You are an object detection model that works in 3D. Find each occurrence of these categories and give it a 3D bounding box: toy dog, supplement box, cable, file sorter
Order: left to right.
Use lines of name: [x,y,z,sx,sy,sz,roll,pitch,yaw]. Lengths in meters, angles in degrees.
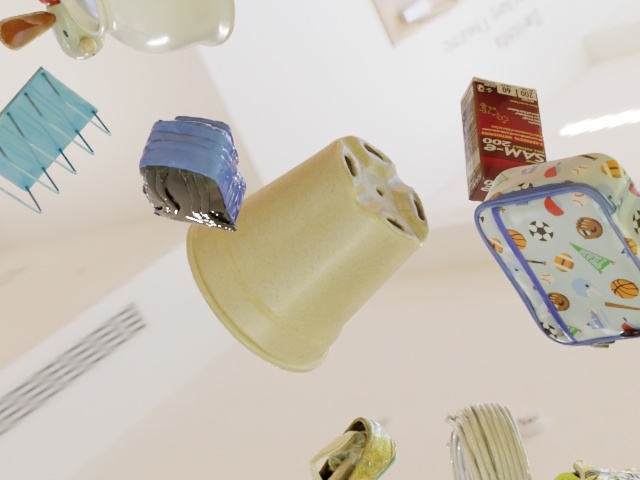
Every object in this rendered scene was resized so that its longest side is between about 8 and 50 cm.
toy dog: [-0.399,-0.379,1.614,0.220,0.334,0.161,-51,-138,14]
file sorter: [-0.409,-0.142,1.688,0.170,0.118,0.104,-48,-135,4]
cable: [0.255,0.365,1.686,0.089,0.257,0.257,-9,168,-2]
supplement box: [0.326,-0.172,2.035,0.073,0.130,0.239,115,-21,-52]

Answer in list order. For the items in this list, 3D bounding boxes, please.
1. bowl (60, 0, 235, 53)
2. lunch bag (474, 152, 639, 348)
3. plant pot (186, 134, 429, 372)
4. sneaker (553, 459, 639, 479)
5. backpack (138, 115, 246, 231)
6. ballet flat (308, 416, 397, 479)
bowl: [-0.237,-0.329,1.327,0.134,0.297,0.298,-35,-163,-19]
lunch bag: [0.370,0.025,1.647,0.243,0.303,0.115,-12,-149,41]
plant pot: [0.000,0.000,1.910,0.305,0.334,0.334,-39,-171,26]
sneaker: [0.401,0.354,1.550,0.385,0.147,0.145,2,132,-55]
backpack: [-0.131,-0.077,1.153,0.098,0.101,0.120,5,159,9]
ballet flat: [0.000,0.447,2.002,0.348,0.123,0.123,-47,-157,-27]
